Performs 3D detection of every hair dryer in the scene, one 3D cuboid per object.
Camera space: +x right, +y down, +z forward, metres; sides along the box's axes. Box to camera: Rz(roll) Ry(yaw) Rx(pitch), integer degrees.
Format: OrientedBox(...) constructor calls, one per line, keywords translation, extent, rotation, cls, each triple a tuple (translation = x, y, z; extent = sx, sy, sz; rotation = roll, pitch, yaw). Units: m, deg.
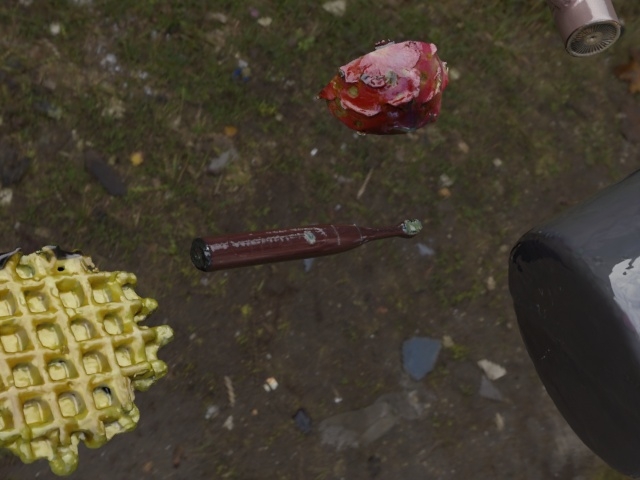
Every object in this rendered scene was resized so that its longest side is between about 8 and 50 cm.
OrientedBox(translation=(0.397, -0.472, 1.638), extent=(0.344, 0.107, 0.189), rotation=(20, 50, -45), cls="hair dryer")

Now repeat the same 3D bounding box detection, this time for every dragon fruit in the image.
OrientedBox(translation=(0.139, -0.289, 1.773), extent=(0.274, 0.161, 0.126), rotation=(-13, 63, -14), cls="dragon fruit")

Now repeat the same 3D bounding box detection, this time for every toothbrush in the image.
OrientedBox(translation=(-0.001, 0.001, 1.098), extent=(0.364, 0.041, 0.041), rotation=(-6, 70, -45), cls="toothbrush")

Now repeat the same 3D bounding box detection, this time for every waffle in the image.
OrientedBox(translation=(-0.337, 0.123, 1.154), extent=(0.307, 0.060, 0.312), rotation=(43, 43, -5), cls="waffle")

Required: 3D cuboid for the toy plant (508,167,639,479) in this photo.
OrientedBox(translation=(0.315, -0.010, 0.549), extent=(0.400, 0.279, 0.185), rotation=(-22, 86, -11), cls="toy plant")
